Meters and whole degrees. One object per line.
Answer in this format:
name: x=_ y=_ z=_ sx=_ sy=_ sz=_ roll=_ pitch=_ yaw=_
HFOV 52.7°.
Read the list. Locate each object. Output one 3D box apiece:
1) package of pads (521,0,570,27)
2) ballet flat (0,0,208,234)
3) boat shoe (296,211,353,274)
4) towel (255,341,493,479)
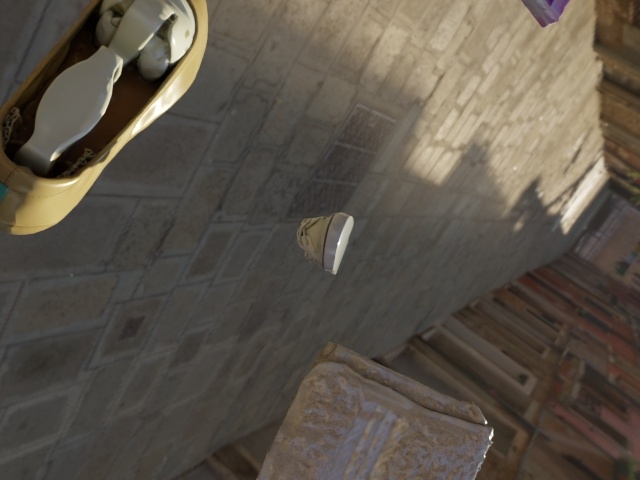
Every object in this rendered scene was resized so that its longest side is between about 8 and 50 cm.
package of pads: x=0.241 y=-0.283 z=0.712 sx=0.050 sy=0.083 sz=0.032 roll=-57 pitch=-156 yaw=-16
ballet flat: x=-0.120 y=-0.102 z=0.387 sx=0.073 sy=0.080 sz=0.232 roll=-29 pitch=-147 yaw=54
boat shoe: x=0.000 y=0.000 z=0.436 sx=0.100 sy=0.035 sz=0.035 roll=86 pitch=25 yaw=-81
towel: x=0.026 y=0.253 z=0.595 sx=0.049 sy=0.187 sz=0.282 roll=116 pitch=-2 yaw=-85
